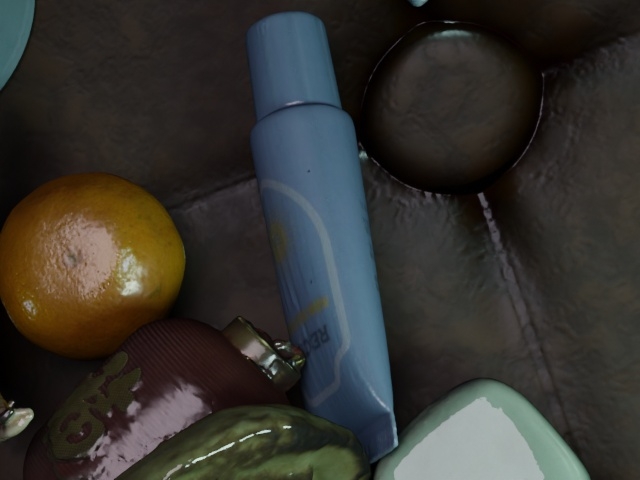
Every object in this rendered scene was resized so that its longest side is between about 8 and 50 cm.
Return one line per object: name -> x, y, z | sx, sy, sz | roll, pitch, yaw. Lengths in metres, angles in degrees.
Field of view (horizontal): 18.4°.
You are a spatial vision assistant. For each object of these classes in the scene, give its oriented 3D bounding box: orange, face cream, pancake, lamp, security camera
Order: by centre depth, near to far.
pancake -> -0.085, 0.236, 1.452 | 0.294, 0.294, 0.049 | -44, 50, -1
security camera -> 0.170, 0.244, 1.481 | 0.157, 0.080, 0.301 | -40, 72, -2
lamp -> -0.123, 0.160, 1.533 | 0.180, 0.180, 0.258 | 42, 86, 21
face cream -> 0.000, 0.000, 1.585 | 0.086, 0.135, 0.385 | 0, 67, -25
orange -> -0.187, 0.021, 1.615 | 0.156, 0.124, 0.156 | -1, 85, 10

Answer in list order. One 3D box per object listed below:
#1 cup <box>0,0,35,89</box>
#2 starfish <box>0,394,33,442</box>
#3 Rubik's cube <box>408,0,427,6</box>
cup -> -0.450, -0.253, 1.661 | 0.331, 0.311, 0.257 | 11, 77, 18
starfish -> -0.345, 0.089, 1.598 | 0.398, 0.132, 0.384 | -41, 43, 17
Rubik's cube -> 0.069, -0.393, 1.596 | 0.256, 0.253, 0.259 | -40, 70, 0
